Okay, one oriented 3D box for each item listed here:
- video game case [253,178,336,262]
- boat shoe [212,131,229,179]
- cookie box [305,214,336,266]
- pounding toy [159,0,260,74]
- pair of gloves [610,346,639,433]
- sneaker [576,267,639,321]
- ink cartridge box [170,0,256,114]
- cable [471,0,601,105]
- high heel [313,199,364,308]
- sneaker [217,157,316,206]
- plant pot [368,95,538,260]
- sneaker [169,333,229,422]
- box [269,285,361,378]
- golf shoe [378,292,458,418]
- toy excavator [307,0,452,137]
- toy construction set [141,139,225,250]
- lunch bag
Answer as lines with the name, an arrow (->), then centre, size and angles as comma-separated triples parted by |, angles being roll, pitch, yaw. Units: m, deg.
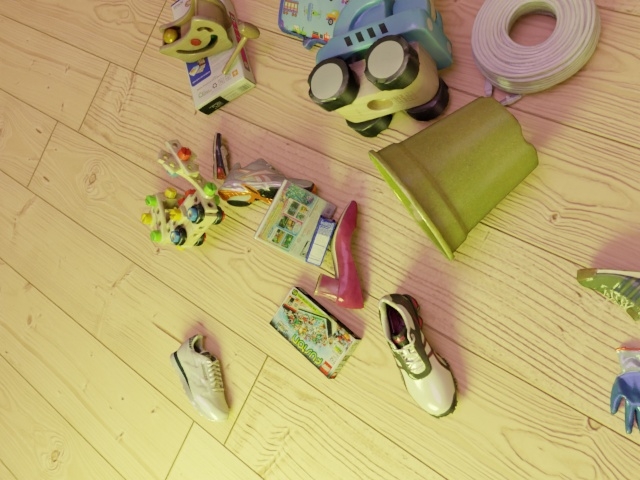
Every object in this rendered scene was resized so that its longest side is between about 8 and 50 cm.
video game case -> -0.060, -0.045, 1.460 | 0.157, 0.143, 0.019 | -61, 19, 5
boat shoe -> -0.267, -0.227, 1.659 | 0.043, 0.049, 0.136 | 0, 72, -14
cookie box -> 0.000, 0.000, 1.423 | 0.040, 0.092, 0.107 | 19, 97, -3
pounding toy -> -0.308, -0.527, 1.609 | 0.270, 0.154, 0.154 | -11, 74, 27
pair of gloves -> 0.611, 0.263, 1.076 | 0.198, 0.023, 0.159 | -7, 77, 29
sneaker -> 0.562, 0.101, 1.111 | 0.192, 0.064, 0.086 | 5, 77, 27
ink cartridge box -> -0.308, -0.554, 1.737 | 0.176, 0.069, 0.370 | -25, 71, 23
cable -> 0.439, -0.435, 1.280 | 0.257, 0.089, 0.257 | -18, 71, 25
high heel -> 0.075, 0.032, 1.410 | 0.117, 0.082, 0.244 | 19, 72, -2
sneaker -> -0.129, -0.154, 1.539 | 0.263, 0.099, 0.121 | 4, 64, 22
plant pot -> 0.277, -0.143, 1.232 | 0.254, 0.276, 0.276 | -37, 64, 4
sneaker -> -0.285, 0.342, 1.526 | 0.095, 0.090, 0.235 | -41, 64, 5
box -> -0.015, 0.211, 1.427 | 0.207, 0.036, 0.114 | 37, 99, 30
golf shoe -> 0.185, 0.236, 1.264 | 0.105, 0.120, 0.272 | -32, 67, 18
toy excavator -> 0.186, -0.502, 1.345 | 0.433, 0.222, 0.444 | -11, 74, 32
toy construction set -> -0.353, -0.102, 1.577 | 0.327, 0.151, 0.215 | -55, 51, 51
lunch bag -> 0.013, -0.626, 1.549 | 0.221, 0.138, 0.293 | 26, 102, 28
